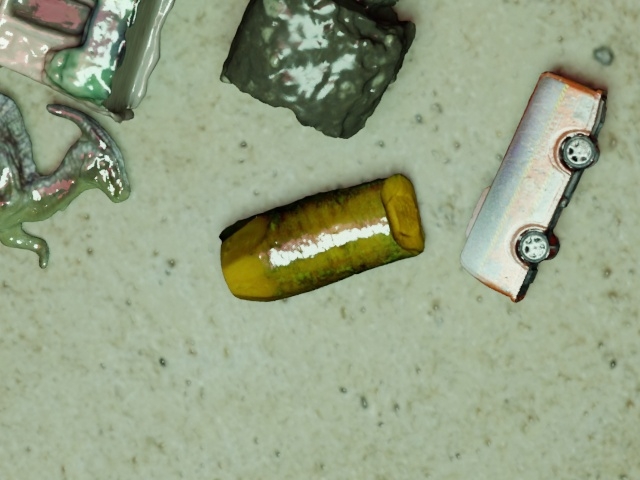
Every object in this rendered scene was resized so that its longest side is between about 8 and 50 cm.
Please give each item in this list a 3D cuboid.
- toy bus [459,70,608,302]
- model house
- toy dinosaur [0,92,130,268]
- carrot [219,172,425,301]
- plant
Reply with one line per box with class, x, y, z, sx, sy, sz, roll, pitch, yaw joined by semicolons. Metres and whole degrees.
toy bus;0.181;-0.046;1.607;0.077;0.065;0.192;26;98;13
model house;-0.235;-0.245;1.553;0.237;0.202;0.237;19;97;2
toy dinosaur;-0.314;-0.063;1.649;0.294;0.077;0.162;18;93;-11
carrot;0.000;0.000;1.619;0.173;0.082;0.082;-19;94;10
plant;0.027;-0.227;1.563;0.146;0.149;0.275;18;101;-13
